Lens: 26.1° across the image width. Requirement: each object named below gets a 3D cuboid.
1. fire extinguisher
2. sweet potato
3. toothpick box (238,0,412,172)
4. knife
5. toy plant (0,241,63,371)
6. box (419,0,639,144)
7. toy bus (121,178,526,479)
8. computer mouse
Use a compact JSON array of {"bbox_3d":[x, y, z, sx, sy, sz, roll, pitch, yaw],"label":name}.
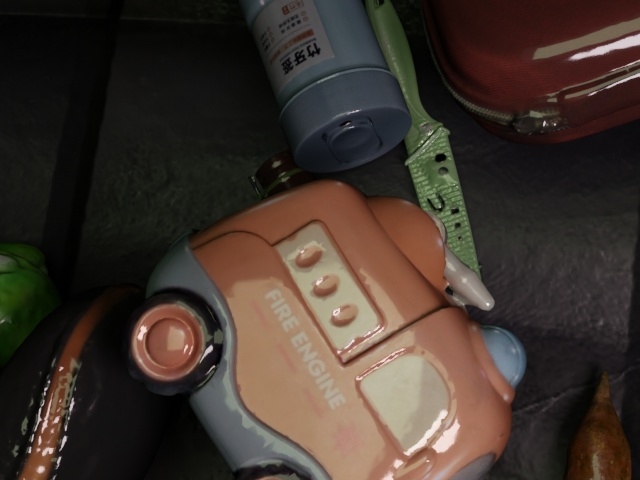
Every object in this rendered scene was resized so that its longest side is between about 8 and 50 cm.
[{"bbox_3d":[0.000,0.000,1.103,0.064,0.043,0.158,-23,68,-16],"label":"fire extinguisher"},{"bbox_3d":[0.204,0.151,1.010,0.049,0.049,0.117,3,69,16],"label":"sweet potato"},{"bbox_3d":[0.002,-0.144,1.111,0.101,0.101,0.153,-23,68,8],"label":"toothpick box"},{"bbox_3d":[0.082,-0.089,1.119,0.043,0.020,0.293,-18,72,13],"label":"knife"},{"bbox_3d":[-0.354,0.058,1.111,0.315,0.224,0.185,9,118,17],"label":"toy plant"},{"bbox_3d":[0.269,-0.216,1.020,0.403,0.108,0.263,-19,46,8],"label":"box"},{"bbox_3d":[0.018,0.091,0.980,0.232,0.194,0.288,-35,77,5],"label":"toy bus"},{"bbox_3d":[-0.207,0.179,1.029,0.116,0.183,0.323,34,92,17],"label":"computer mouse"}]
